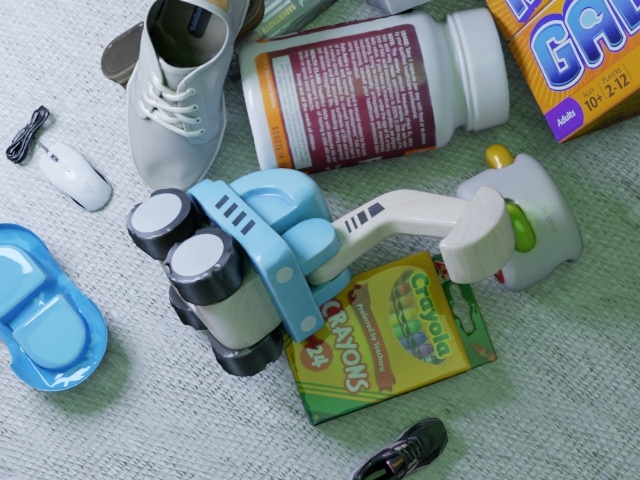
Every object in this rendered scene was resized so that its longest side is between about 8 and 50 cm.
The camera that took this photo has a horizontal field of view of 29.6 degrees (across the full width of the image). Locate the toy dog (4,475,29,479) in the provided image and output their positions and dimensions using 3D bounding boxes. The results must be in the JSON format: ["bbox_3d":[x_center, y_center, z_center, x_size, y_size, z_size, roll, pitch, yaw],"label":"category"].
[{"bbox_3d":[-0.507,0.471,1.870,0.334,0.161,0.220,15,79,-11],"label":"toy dog"}]

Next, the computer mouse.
[{"bbox_3d":[-0.424,-0.127,1.992,0.193,0.042,0.106,40,83,8],"label":"computer mouse"}]

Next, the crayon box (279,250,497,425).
[{"bbox_3d":[0.101,0.146,1.910,0.318,0.081,0.202,-20,80,-2],"label":"crayon box"}]

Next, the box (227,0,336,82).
[{"bbox_3d":[-0.115,-0.405,2.017,0.231,0.056,0.183,-40,82,-3],"label":"box"}]

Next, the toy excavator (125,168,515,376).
[{"bbox_3d":[0.000,0.000,1.790,0.445,0.222,0.433,-36,42,-12],"label":"toy excavator"}]

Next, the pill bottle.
[{"bbox_3d":[0.083,-0.236,1.900,0.392,0.224,0.224,-11,81,1],"label":"pill bottle"}]

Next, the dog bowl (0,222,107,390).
[{"bbox_3d":[-0.459,0.108,1.941,0.166,0.074,0.297,-41,82,-4],"label":"dog bowl"}]

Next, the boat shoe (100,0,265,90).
[{"bbox_3d":[-0.203,-0.321,1.932,0.307,0.104,0.110,-16,62,29],"label":"boat shoe"}]

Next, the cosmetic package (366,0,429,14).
[{"bbox_3d":[0.116,-0.437,1.913,0.107,0.238,0.127,-20,108,1],"label":"cosmetic package"}]

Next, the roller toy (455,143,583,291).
[{"bbox_3d":[0.311,-0.032,1.876,0.146,0.191,0.209,-28,42,-1],"label":"roller toy"}]

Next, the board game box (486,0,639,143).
[{"bbox_3d":[0.496,-0.410,1.784,0.356,0.356,0.356,-21,80,-29],"label":"board game box"}]

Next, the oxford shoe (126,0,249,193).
[{"bbox_3d":[-0.216,-0.231,1.831,0.169,0.449,0.130,21,42,-1],"label":"oxford shoe"}]

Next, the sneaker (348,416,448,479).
[{"bbox_3d":[0.125,0.343,1.880,0.178,0.077,0.072,-39,83,-5],"label":"sneaker"}]
